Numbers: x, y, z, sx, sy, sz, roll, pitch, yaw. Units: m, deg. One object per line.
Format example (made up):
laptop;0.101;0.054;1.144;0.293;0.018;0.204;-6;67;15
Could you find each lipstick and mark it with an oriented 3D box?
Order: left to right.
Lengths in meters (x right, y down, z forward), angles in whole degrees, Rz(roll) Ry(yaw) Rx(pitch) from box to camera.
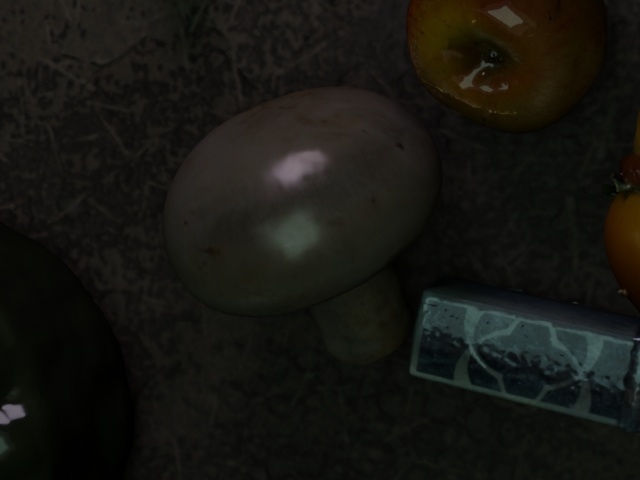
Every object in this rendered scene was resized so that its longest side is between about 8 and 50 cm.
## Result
lipstick;0.207;0.091;1.270;0.289;0.076;0.077;13;103;16

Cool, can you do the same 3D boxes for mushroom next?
mushroom;-0.015;-0.005;1.260;0.206;0.206;0.209;10;111;14

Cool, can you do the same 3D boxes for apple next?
apple;0.127;-0.146;1.230;0.146;0.146;0.147;2;99;15

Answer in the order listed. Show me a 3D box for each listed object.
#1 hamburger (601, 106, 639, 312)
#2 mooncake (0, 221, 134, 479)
hamburger;0.296;0.004;1.147;0.246;0.246;0.170;17;90;13
mooncake;-0.334;0.148;1.372;0.356;0.194;0.356;2;99;14
